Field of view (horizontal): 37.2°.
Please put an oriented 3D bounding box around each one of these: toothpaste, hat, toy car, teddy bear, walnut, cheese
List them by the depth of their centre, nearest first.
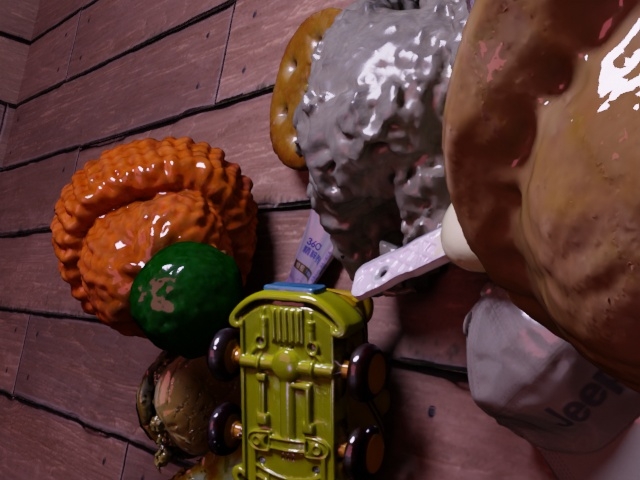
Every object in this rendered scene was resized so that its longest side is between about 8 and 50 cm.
[{"bbox_3d":[0.266,-0.078,0.517,0.383,0.384,0.383,-28,54,49],"label":"walnut"},{"bbox_3d":[0.216,0.126,0.733,0.214,0.149,0.244,-59,25,24],"label":"hat"},{"bbox_3d":[0.125,-0.010,0.794,0.255,0.050,0.127,-26,34,35],"label":"cheese"},{"bbox_3d":[0.145,-0.137,0.924,0.367,0.224,0.357,-8,68,40],"label":"teddy bear"},{"bbox_3d":[-0.008,0.164,1.027,0.200,0.142,0.247,7,99,30],"label":"toy car"},{"bbox_3d":[0.000,0.000,1.180,0.075,0.048,0.301,37,110,37],"label":"toothpaste"},{"bbox_3d":[-0.199,0.049,1.220,0.285,0.285,0.400,-59,26,23],"label":"hat"}]

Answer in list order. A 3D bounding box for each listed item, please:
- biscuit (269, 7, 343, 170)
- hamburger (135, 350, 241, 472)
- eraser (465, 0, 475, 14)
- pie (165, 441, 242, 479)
[{"bbox_3d":[0.006,-0.194,1.241,0.220,0.066,0.220,-26,58,53],"label":"biscuit"},{"bbox_3d":[-0.164,0.219,1.240,0.131,0.159,0.185,-3,51,53],"label":"hamburger"},{"bbox_3d":[0.256,-0.219,0.726,0.287,0.086,0.130,-26,60,10],"label":"eraser"},{"bbox_3d":[-0.096,0.397,1.115,0.288,0.103,0.354,-58,40,24],"label":"pie"}]
